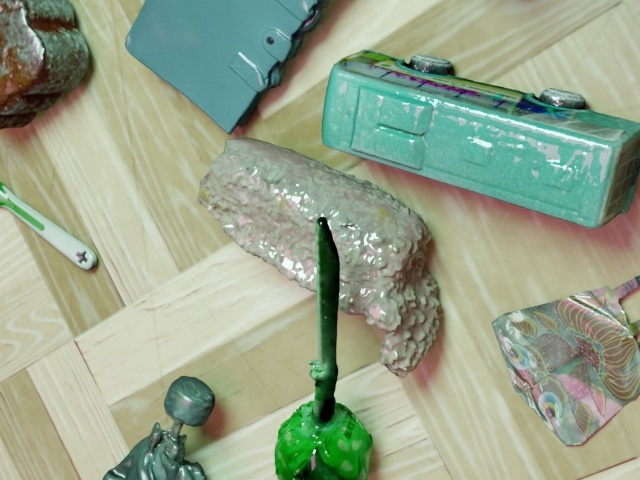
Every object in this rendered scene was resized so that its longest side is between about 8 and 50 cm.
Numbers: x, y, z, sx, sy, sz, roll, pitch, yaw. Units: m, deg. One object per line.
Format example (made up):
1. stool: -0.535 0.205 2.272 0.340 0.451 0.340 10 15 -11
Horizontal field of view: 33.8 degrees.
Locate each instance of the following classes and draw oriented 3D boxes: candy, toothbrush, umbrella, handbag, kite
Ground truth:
1. candy: 0.004 0.108 0.894 0.097 0.097 0.324 21 133 23
2. toothbrush: -0.358 -0.052 1.145 0.304 0.030 0.030 34 113 18
3. umbrella: -0.179 0.289 1.077 0.143 0.094 0.349 33 110 26
4. handbag: -0.071 -0.214 0.932 0.144 0.057 0.221 44 127 8
5. kite: 0.247 0.069 0.859 0.229 0.016 0.127 -40 83 28

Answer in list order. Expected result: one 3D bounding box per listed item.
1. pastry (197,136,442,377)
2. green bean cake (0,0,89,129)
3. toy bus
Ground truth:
1. pastry: 0.007 -0.007 0.920 0.265 0.103 0.112 39 129 11
2. green bean cake: -0.351 -0.225 1.071 0.198 0.097 0.233 -33 84 27
3. toy bus: 0.123 -0.087 0.846 0.261 0.109 0.091 18 113 25
